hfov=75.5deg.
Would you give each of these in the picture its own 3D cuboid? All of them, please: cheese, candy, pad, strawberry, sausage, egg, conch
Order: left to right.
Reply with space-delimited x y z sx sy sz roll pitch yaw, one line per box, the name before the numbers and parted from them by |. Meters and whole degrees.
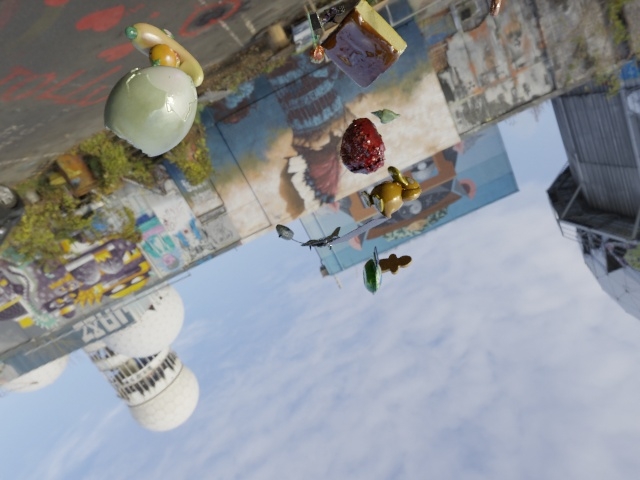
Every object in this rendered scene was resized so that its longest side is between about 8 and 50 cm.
egg | -0.599 -0.480 1.492 0.336 0.278 0.278 -52 -163 4
candy | -0.035 -0.988 2.018 0.078 0.084 0.287 -20 156 2
pad | 0.177 -0.043 1.876 0.248 0.007 0.368 -29 174 20
strawberry | 0.199 -0.443 2.011 0.221 0.274 0.274 -27 -162 3
cheese | 0.271 0.157 2.113 0.083 0.320 0.203 -2 -128 -4
conch | 0.374 -0.728 2.406 0.180 0.065 0.088 12 -131 18
sausage | 0.705 -0.998 1.658 0.043 0.186 0.043 2 -172 0

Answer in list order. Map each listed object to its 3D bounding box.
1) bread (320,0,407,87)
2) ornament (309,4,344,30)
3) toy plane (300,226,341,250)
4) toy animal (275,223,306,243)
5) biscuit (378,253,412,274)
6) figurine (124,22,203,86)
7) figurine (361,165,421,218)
bread | 0.211 -0.982 2.090 0.324 0.333 0.143 -24 -148 59
ornament | 0.046 -1.094 2.028 0.203 0.081 0.088 -31 -148 -26
toy plane | 0.009 0.013 2.013 0.234 0.082 0.160 -25 163 22
toy animal | -0.147 -0.017 2.163 0.070 0.253 0.079 -46 -137 12
biscuit | 0.393 0.137 2.307 0.241 0.035 0.158 -12 -140 16
figurine | -0.626 -0.751 1.684 0.124 0.325 0.222 -47 -167 21
figurine | 0.325 -0.211 1.855 0.228 0.215 0.215 -49 -160 -2
